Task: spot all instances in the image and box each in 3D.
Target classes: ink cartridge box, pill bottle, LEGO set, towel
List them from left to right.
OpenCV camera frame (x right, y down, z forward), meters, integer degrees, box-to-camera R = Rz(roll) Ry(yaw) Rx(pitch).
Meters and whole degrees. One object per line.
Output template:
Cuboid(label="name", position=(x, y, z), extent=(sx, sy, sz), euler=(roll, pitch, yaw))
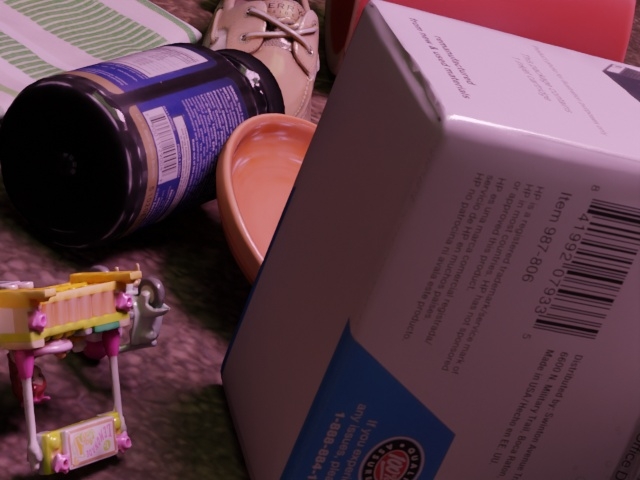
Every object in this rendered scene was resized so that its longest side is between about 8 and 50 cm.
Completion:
Cuboid(label="LEGO set", position=(-0.204, 0.082, 0.978), extent=(0.287, 0.107, 0.132), euler=(-8, 5, -38))
Cuboid(label="towel", position=(-0.278, -0.191, 1.440), extent=(0.248, 0.038, 0.325), euler=(34, 29, 19))
Cuboid(label="pill bottle", position=(-0.121, -0.077, 1.258), extent=(0.122, 0.123, 0.219), euler=(33, 29, 20))
Cuboid(label="ink cartridge box", position=(0.175, 0.049, 1.071), extent=(0.394, 0.285, 0.166), euler=(11, 28, -22))

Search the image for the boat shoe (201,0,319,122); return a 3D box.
Cuboid(label="boat shoe", position=(-0.051, -0.165, 1.492), extent=(0.109, 0.098, 0.302), euler=(17, 28, -10))

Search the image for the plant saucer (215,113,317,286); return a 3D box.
Cuboid(label="plant saucer", position=(0.000, 0.000, 1.235), extent=(0.200, 0.037, 0.200), euler=(31, 38, -28))

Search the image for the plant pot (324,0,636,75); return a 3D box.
Cuboid(label="plant pot", position=(0.139, -0.237, 1.613), extent=(0.243, 0.275, 0.275), euler=(7, 30, -9))

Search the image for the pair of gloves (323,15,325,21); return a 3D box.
Cuboid(label="pair of gloves", position=(0.049, -0.203, 1.731), extent=(0.074, 0.010, 0.083), euler=(-6, 41, -45))
